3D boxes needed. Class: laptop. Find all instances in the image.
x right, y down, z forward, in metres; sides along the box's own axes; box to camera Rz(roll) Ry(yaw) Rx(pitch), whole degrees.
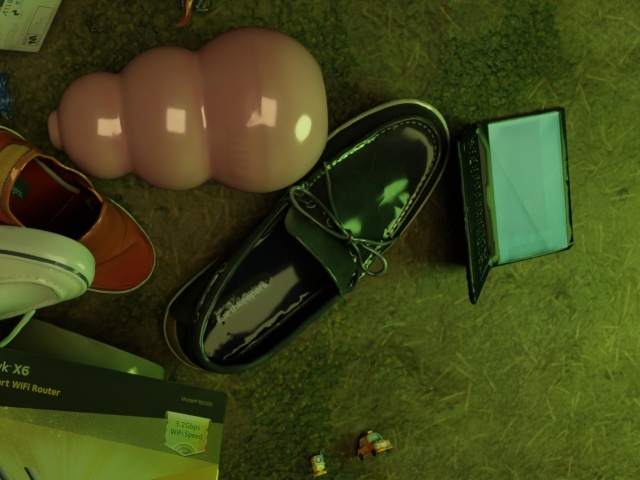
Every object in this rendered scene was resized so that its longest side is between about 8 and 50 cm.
[{"bbox_3d":[0.293,-0.059,1.184,0.136,0.264,0.234,-4,104,20],"label":"laptop"}]

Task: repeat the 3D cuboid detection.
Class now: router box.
[{"bbox_3d":[-0.260,0.250,0.808,0.308,0.081,0.243,16,61,-24],"label":"router box"}]

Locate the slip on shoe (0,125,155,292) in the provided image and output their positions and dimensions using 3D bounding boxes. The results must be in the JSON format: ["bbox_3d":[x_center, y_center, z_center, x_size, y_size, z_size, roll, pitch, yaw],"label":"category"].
[{"bbox_3d":[-0.292,-0.018,0.950,0.123,0.101,0.331,-60,149,-15],"label":"slip on shoe"}]

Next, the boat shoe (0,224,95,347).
[{"bbox_3d":[-0.428,0.086,0.885,0.367,0.157,0.136,-5,146,11],"label":"boat shoe"}]

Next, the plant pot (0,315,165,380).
[{"bbox_3d":[-0.329,0.254,0.975,0.323,0.323,0.280,25,76,-21],"label":"plant pot"}]

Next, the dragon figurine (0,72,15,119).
[{"bbox_3d":[-0.416,-0.057,0.948,0.085,0.144,0.289,8,98,-19],"label":"dragon figurine"}]

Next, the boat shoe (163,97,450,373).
[{"bbox_3d":[0.000,0.000,1.093,0.500,0.156,0.187,-42,108,-8],"label":"boat shoe"}]

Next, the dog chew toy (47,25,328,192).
[{"bbox_3d":[-0.162,-0.152,0.990,0.331,0.206,0.207,-7,103,-9],"label":"dog chew toy"}]

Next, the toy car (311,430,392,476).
[{"bbox_3d":[0.046,0.321,1.225,0.122,0.060,0.041,-11,72,-23],"label":"toy car"}]

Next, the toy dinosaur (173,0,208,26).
[{"bbox_3d":[-0.155,-0.328,1.020,0.047,0.090,0.082,9,142,-10],"label":"toy dinosaur"}]

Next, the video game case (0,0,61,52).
[{"bbox_3d":[-0.352,-0.316,0.862,0.042,0.210,0.232,43,116,18],"label":"video game case"}]
